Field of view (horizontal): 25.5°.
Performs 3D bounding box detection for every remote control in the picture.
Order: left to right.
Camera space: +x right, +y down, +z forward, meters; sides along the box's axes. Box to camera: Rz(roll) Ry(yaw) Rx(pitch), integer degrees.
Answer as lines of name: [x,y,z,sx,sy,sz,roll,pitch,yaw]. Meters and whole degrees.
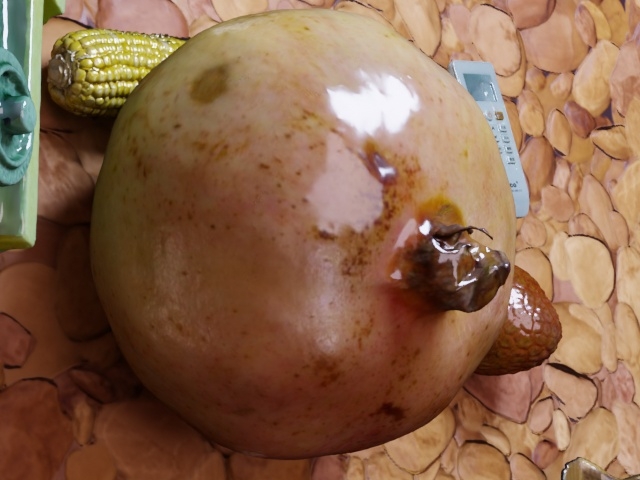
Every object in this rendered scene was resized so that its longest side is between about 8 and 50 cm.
remote control: [0.163,-0.099,1.399,0.061,0.029,0.162,-2,73,-43]

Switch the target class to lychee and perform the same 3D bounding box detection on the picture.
lychee: [0.157,0.065,1.304,0.101,0.140,0.114,1,115,-45]

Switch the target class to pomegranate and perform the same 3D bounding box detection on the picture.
pomegranate: [0.000,0.000,1.029,0.338,0.338,0.338,13,69,-37]

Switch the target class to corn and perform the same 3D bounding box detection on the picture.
corn: [-0.128,-0.132,1.137,0.203,0.072,0.072,-2,78,-42]

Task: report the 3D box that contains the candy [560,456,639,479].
candy: [0.326,0.267,1.384,0.271,0.101,0.143,-6,86,-35]

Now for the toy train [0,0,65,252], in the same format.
toy train: [-0.237,-0.144,0.937,0.237,0.150,0.369,65,23,-72]
